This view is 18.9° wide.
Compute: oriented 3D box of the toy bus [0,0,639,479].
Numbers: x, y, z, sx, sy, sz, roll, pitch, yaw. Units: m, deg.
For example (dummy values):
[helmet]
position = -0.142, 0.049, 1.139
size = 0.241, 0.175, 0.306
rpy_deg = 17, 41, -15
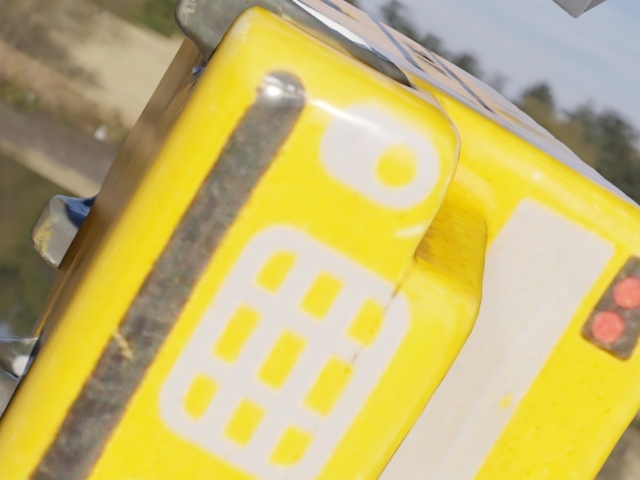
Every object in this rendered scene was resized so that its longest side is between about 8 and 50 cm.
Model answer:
[toy bus]
position = 0.000, 0.000, 0.497
size = 0.130, 0.108, 0.332
rpy_deg = 31, 8, -8

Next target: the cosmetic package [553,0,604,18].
[cosmetic package]
position = 0.283, -0.332, 1.181
size = 0.097, 0.377, 0.284
rpy_deg = 44, 38, 13
